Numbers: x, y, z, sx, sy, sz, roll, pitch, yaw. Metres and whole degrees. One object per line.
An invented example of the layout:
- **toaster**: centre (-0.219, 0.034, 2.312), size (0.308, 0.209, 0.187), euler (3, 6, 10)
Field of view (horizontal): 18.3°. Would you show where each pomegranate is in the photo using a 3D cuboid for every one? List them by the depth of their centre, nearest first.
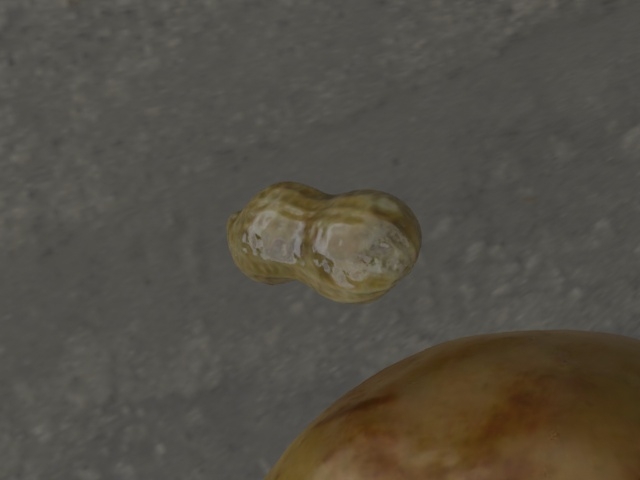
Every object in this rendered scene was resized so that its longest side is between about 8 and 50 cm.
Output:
- **pomegranate**: centre (0.096, 0.213, 0.887), size (0.338, 0.338, 0.338), euler (5, 102, 23)

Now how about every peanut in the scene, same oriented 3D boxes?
- **peanut**: centre (0.001, 0.002, 1.454), size (0.193, 0.089, 0.089), euler (12, 106, 47)
